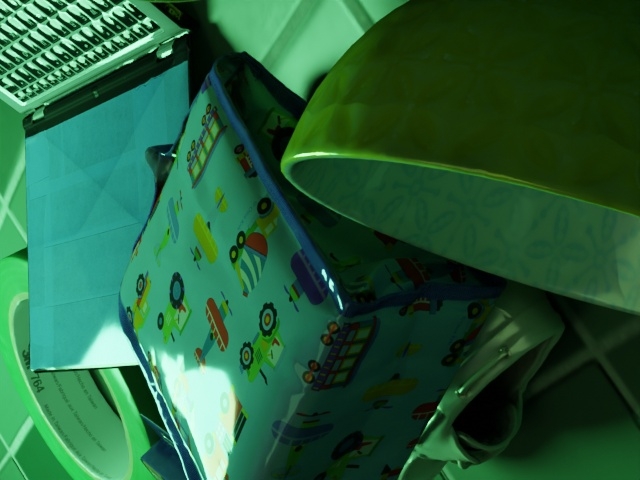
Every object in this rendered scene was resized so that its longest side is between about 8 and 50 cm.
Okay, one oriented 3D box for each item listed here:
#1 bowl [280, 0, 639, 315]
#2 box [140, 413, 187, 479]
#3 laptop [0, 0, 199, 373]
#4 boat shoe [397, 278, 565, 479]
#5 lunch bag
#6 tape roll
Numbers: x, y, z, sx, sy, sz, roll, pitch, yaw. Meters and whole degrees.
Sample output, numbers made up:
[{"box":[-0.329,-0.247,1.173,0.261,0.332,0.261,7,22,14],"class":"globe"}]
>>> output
[{"box":[0.140,-0.064,0.694,0.289,0.289,0.156,9,78,53],"class":"bowl"},{"box":[-0.100,0.269,1.354,0.225,0.036,0.136,54,164,-20],"class":"box"},{"box":[-0.287,-0.096,1.223,0.408,0.236,0.382,39,155,-22],"class":"laptop"},{"box":[0.101,0.116,0.991,0.088,0.096,0.267,50,139,26],"class":"boat shoe"},{"box":[-0.049,0.028,0.955,0.293,0.138,0.221,50,129,35],"class":"lunch bag"},{"box":[-0.244,0.149,1.527,0.321,0.077,0.321,34,139,37],"class":"tape roll"}]
